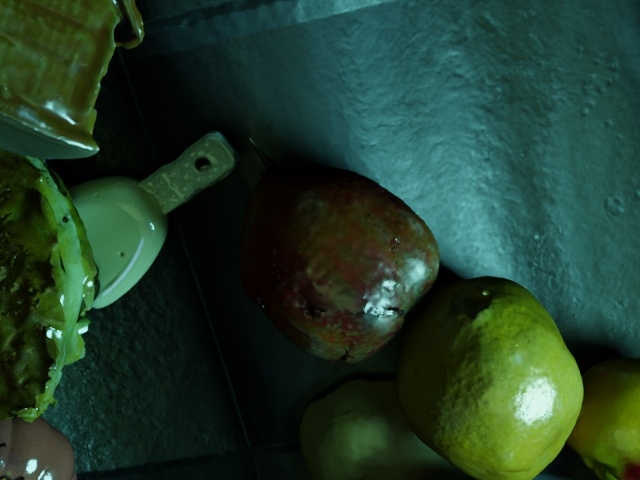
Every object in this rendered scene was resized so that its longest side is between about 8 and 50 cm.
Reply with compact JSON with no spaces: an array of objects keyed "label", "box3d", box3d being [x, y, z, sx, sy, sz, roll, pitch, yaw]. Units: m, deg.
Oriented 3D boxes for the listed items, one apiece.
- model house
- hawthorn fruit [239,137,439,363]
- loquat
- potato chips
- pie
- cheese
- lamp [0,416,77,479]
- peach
[{"label":"model house","box3d":[-0.291,-0.208,0.877,0.219,0.199,0.229,29,78,-44]},{"label":"hawthorn fruit","box3d":[0.000,0.000,0.942,0.181,0.181,0.235,-40,86,21]},{"label":"loquat","box3d":[0.163,0.140,0.963,0.176,0.187,0.234,-11,136,8]},{"label":"potato chips","box3d":[0.070,0.253,1.098,0.195,0.062,0.208,5,113,2]},{"label":"pie","box3d":[-0.362,0.032,0.973,0.288,0.103,0.354,-33,73,19]},{"label":"cheese","box3d":[-0.178,-0.032,0.997,0.235,0.050,0.127,-31,105,21]},{"label":"lamp","box3d":[-0.368,0.266,1.119,0.182,0.140,0.182,-6,120,-10]},{"label":"peach","box3d":[0.321,0.187,1.004,0.138,0.138,0.138,3,115,5]}]
